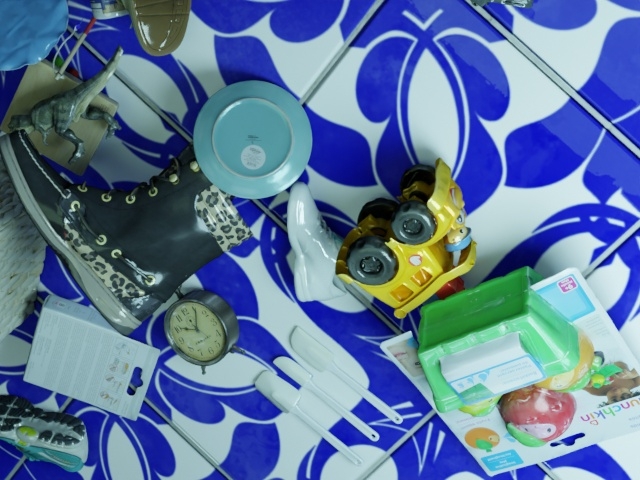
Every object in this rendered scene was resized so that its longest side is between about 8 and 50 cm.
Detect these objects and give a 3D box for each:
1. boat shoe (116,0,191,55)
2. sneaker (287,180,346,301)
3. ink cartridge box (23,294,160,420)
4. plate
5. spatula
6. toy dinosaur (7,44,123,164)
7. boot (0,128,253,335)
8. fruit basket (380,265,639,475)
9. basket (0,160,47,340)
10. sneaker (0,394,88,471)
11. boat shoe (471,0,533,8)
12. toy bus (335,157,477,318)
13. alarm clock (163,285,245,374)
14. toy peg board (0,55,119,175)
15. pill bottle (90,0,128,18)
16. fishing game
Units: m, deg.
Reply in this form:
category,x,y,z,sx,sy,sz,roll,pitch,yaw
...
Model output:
category,x,y,z,sx,sy,sz,roll,pitch,yaw
boat shoe,-0.271,-0.431,1.777,0.089,0.104,0.285,18,117,54
sneaker,0.000,0.000,1.853,0.094,0.080,0.212,-1,119,13
ink cartridge box,-0.432,0.223,2.168,0.232,0.066,0.189,18,120,-7
plate,-0.106,-0.159,1.792,0.188,0.024,0.188,0,88,-3
spatula,0.013,0.279,1.995,0.242,0.019,0.168,38,117,4
toy dinosaur,-0.402,-0.204,1.885,0.268,0.064,0.118,-28,105,21
boot,-0.312,-0.069,1.849,0.284,0.138,0.377,-33,97,-2
fruit basket,0.313,0.221,1.730,0.327,0.165,0.353,-23,117,25
basket,-0.680,0.033,2.025,0.266,0.331,0.328,26,121,10
sneaker,-0.588,0.391,2.275,0.275,0.107,0.110,17,127,18
boat shoe,0.230,-0.346,1.601,0.142,0.049,0.040,6,115,20
toy bus,0.164,0.017,1.744,0.211,0.149,0.220,41,121,-12
alarm clock,-0.217,0.135,2.009,0.129,0.064,0.192,-28,100,32
toy peg board,-0.436,-0.225,1.959,0.161,0.079,0.161,30,122,-8
pill bottle,-0.341,-0.418,1.823,0.067,0.067,0.120,0,112,25
fishing game,-0.503,-0.355,1.892,0.264,0.189,0.041,23,163,16
